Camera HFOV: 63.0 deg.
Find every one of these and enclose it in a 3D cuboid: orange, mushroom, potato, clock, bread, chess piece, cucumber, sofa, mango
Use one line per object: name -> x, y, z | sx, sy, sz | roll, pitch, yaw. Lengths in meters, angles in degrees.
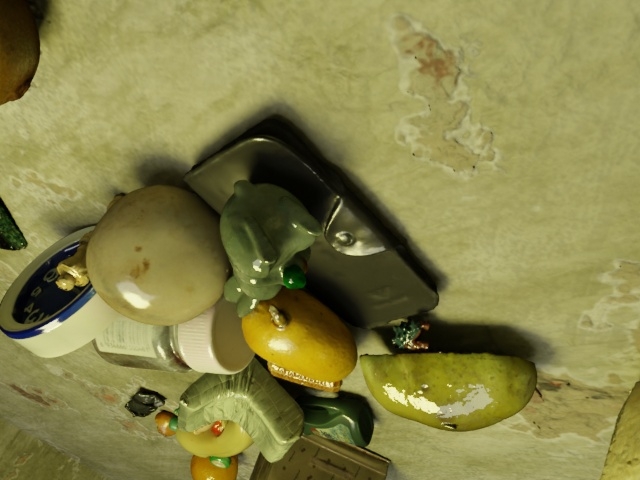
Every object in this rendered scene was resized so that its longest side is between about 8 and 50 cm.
orange -> -0.322, 0.700, 1.614 | 0.136, 0.159, 0.159 | -43, 116, 2
mushroom -> -0.233, 0.020, 0.774 | 0.204, 0.204, 0.204 | 13, 140, 11
orange -> -0.462, 0.557, 1.578 | 0.086, 0.062, 0.086 | 11, 141, 9
potato -> 0.197, 0.241, 0.820 | 0.272, 0.111, 0.160 | -7, 154, 26
clock -> -0.412, 0.080, 0.869 | 0.231, 0.230, 0.083 | -3, 135, 28
bread -> -0.031, 0.265, 1.047 | 0.157, 0.044, 0.052 | 14, 134, 9
chess piece -> -0.338, 0.005, 0.795 | 0.060, 0.172, 0.060 | 15, 140, 13
cucumber -> -0.620, -0.057, 0.965 | 0.071, 0.046, 0.220 | 23, 142, 13
sofa -> -0.167, 0.380, 1.095 | 0.225, 0.176, 0.210 | 45, 145, 14
mango -> -0.026, 0.159, 0.842 | 0.177, 0.119, 0.317 | 18, 160, 29

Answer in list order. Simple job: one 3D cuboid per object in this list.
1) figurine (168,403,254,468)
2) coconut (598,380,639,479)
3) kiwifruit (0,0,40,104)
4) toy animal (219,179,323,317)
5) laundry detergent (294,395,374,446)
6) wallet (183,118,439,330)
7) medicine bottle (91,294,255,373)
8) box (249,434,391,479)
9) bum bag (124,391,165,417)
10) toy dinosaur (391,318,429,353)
figurine -> -0.270, 0.465, 1.340 | 0.222, 0.124, 0.324 | 39, 135, -15
coconut -> 0.516, 0.300, 0.636 | 0.297, 0.297, 0.254 | 35, 141, -14
kiwifruit -> -0.417, -0.234, 0.547 | 0.234, 0.196, 0.196 | 37, 139, -17
toy animal -> -0.075, 0.017, 0.675 | 0.138, 0.108, 0.236 | 53, 158, 8
laundry detergent -> -0.001, 0.385, 1.149 | 0.222, 0.078, 0.144 | 2, 135, 27
wallet -> 0.000, 0.000, 0.725 | 0.197, 0.051, 0.377 | -20, 126, 42
medicine bottle -> -0.257, 0.152, 0.933 | 0.274, 0.165, 0.165 | -1, 135, 26
box -> -0.016, 0.610, 1.325 | 0.297, 0.190, 0.225 | 28, 142, -5
bum bag -> -0.517, 0.484, 1.530 | 0.087, 0.049, 0.198 | 30, 140, -16
toy dinosaur -> 0.139, 0.146, 0.809 | 0.055, 0.049, 0.154 | 9, 159, 5
